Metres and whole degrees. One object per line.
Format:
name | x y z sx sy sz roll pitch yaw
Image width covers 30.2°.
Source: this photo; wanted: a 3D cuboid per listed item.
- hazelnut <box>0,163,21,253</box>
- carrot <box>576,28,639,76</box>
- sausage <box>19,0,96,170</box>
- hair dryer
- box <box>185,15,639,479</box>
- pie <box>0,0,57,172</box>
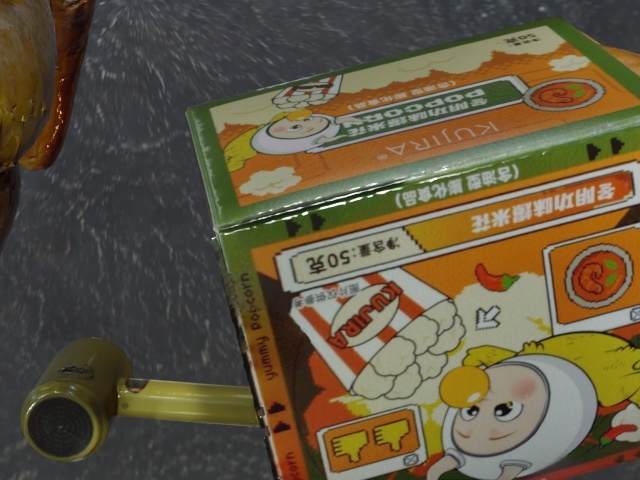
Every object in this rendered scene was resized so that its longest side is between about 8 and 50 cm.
hazelnut | -0.240 -0.006 0.569 0.204 0.178 0.178 -30 105 -21
carrot | 0.342 -0.105 1.226 0.196 0.254 0.196 -25 124 -43
sausage | -0.308 -0.207 1.348 0.076 0.103 0.302 16 136 -9
hair dryer | -0.154 0.168 1.207 0.279 0.135 0.090 4 105 1
box | 0.055 0.018 0.554 0.195 0.148 0.177 -14 119 -4
pie | -0.177 -0.155 0.490 0.069 0.273 0.273 -21 104 -2
